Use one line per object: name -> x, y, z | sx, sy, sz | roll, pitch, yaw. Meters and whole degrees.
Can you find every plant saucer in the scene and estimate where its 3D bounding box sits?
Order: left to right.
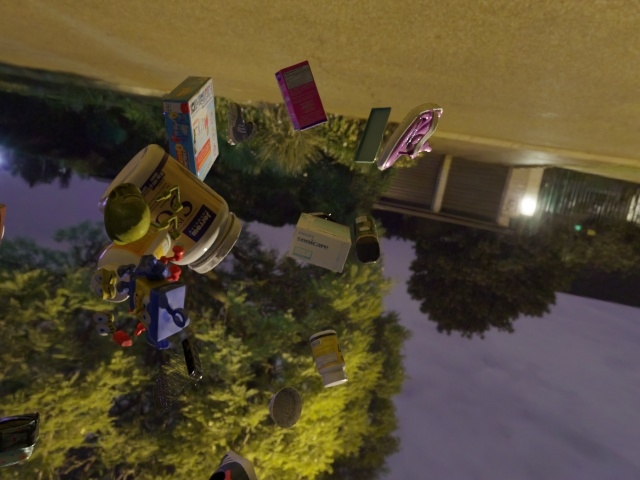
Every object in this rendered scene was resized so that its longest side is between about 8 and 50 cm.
plant saucer -> 0.156, -0.310, 1.326 | 0.067, 0.192, 0.018 | 8, 160, 32

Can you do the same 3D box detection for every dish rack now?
dish rack -> -0.613, 0.572, 1.891 | 0.074, 0.271, 0.208 | 45, -176, -37

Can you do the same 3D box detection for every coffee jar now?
coffee jar -> 0.158, -0.003, 1.535 | 0.079, 0.096, 0.184 | -7, -149, 5

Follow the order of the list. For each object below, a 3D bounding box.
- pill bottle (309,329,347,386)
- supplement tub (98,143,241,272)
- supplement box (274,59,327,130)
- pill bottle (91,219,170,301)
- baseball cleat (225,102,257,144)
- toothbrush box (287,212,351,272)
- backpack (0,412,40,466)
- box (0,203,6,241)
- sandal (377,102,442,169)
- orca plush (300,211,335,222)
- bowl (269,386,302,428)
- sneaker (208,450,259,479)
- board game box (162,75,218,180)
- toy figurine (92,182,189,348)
pill bottle -> 0.035, 0.487, 1.857 | 0.119, 0.209, 0.119 | -14, 156, -6
supplement tub -> -0.415, -0.081, 1.274 | 0.331, 0.241, 0.241 | 41, 171, -29
supplement box -> -0.070, -0.521, 1.629 | 0.114, 0.220, 0.111 | -22, -162, -10
pill bottle -> -0.451, 0.047, 1.072 | 0.117, 0.118, 0.208 | 11, -146, -1
baseball cleat -> -0.268, -0.403, 1.529 | 0.109, 0.072, 0.206 | -17, 167, -22
toothbrush box -> 0.000, 0.000, 1.778 | 0.216, 0.126, 0.295 | 17, -167, -3
backpack -> -1.025, 0.647, 1.454 | 0.188, 0.144, 0.166 | 4, 172, -27
box -> -1.081, -0.008, 1.316 | 0.143, 0.191, 0.381 | 12, -173, -15
sandal -> 0.298, -0.315, 1.335 | 0.102, 0.169, 0.416 | 33, -136, 12
orca plush -> -0.003, -0.082, 2.185 | 0.151, 0.102, 0.287 | -9, -173, -28
bowl -> -0.167, 0.718, 1.941 | 0.080, 0.170, 0.170 | -15, 168, 43
sneaker -> -0.335, 0.835, 1.573 | 0.148, 0.131, 0.350 | -20, 166, -31
board game box -> -0.449, -0.390, 1.593 | 0.086, 0.302, 0.308 | 3, -147, 0
toy figurine -> -0.311, 0.085, 0.906 | 0.217, 0.363, 0.191 | 27, -155, 35
